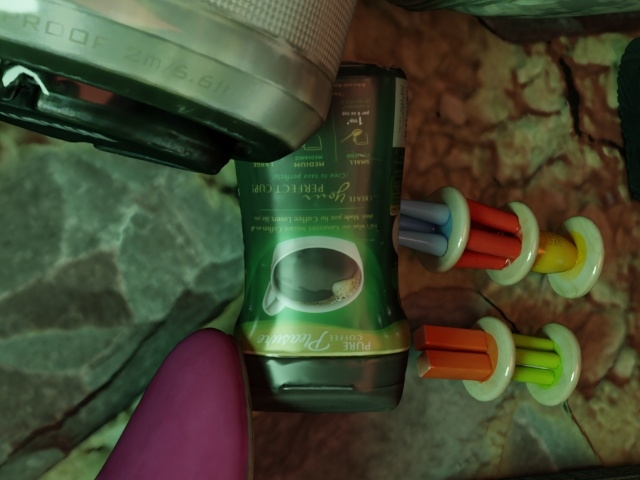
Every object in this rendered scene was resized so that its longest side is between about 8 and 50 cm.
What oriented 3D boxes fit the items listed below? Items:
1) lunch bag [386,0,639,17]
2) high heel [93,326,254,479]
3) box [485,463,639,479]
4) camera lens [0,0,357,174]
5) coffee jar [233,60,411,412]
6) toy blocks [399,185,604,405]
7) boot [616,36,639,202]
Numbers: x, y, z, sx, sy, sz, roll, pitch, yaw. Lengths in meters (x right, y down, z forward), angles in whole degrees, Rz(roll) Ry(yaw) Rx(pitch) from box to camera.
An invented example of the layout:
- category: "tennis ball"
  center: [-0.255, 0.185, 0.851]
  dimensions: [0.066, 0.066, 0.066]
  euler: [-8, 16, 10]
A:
- category: "lunch bag"
  center: [0.185, -0.225, 0.622]
  dimensions: [0.305, 0.256, 0.212]
  euler: [-8, 72, -25]
- category: "high heel"
  center: [-0.152, 0.211, 0.567]
  dimensions: [0.181, 0.127, 0.377]
  euler: [17, 83, -21]
- category: "box"
  center: [0.168, 0.243, 0.763]
  dimensions: [0.233, 0.059, 0.183]
  euler: [1, 94, -27]
- category: "camera lens"
  center: [-0.075, -0.179, 0.505]
  dimensions: [0.219, 0.219, 0.274]
  euler: [17, 87, -27]
- category: "coffee jar"
  center: [0.000, 0.000, 0.628]
  dimensions: [0.096, 0.079, 0.184]
  euler: [0, 92, 4]
- category: "toy blocks"
  center: [0.089, 0.033, 0.705]
  dimensions: [0.148, 0.054, 0.123]
  euler: [10, 92, -26]
- category: "boot"
  center: [0.249, -0.084, 0.779]
  dimensions: [0.099, 0.045, 0.121]
  euler: [-16, 110, -22]
